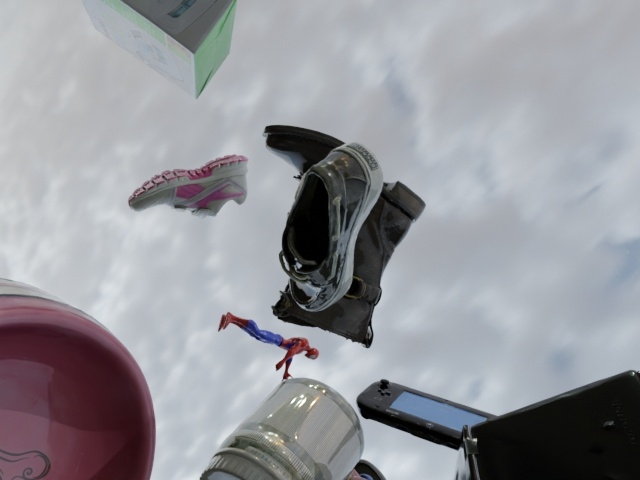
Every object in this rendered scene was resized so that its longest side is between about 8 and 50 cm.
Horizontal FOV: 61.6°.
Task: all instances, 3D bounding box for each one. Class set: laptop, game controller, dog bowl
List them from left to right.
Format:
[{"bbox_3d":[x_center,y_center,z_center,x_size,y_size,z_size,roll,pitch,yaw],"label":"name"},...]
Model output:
[{"bbox_3d":[-0.361,0.239,0.576,0.150,0.408,0.407,-4,-108,38],"label":"dog bowl"},{"bbox_3d":[0.232,0.353,1.065,0.319,0.166,0.067,12,-90,25],"label":"game controller"},{"bbox_3d":[0.331,0.452,0.738,0.236,0.407,0.382,2,-148,5],"label":"laptop"}]

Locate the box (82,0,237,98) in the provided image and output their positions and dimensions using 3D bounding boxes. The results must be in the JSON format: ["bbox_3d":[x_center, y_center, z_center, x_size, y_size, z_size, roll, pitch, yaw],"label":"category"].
[{"bbox_3d":[-0.273,-0.388,0.908,0.126,0.231,0.262,-58,-169,-7],"label":"box"}]

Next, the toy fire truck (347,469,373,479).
[{"bbox_3d":[0.073,0.597,1.219,0.302,0.254,0.169,33,-89,48],"label":"toy fire truck"}]

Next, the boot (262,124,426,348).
[{"bbox_3d":[0.000,0.000,0.690,0.229,0.263,0.091,-62,-166,-5],"label":"boot"}]

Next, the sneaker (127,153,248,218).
[{"bbox_3d":[-0.257,-0.090,1.087,0.252,0.111,0.103,-16,-159,-9],"label":"sneaker"}]

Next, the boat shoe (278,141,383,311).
[{"bbox_3d":[-0.008,0.003,0.523,0.078,0.070,0.219,40,-40,23],"label":"boat shoe"}]

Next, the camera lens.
[{"bbox_3d":[-0.062,0.409,1.003,0.219,0.274,0.219,15,-60,27],"label":"camera lens"}]

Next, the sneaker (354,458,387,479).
[{"bbox_3d":[0.144,0.664,1.385,0.083,0.118,0.222,-32,-121,-3],"label":"sneaker"}]

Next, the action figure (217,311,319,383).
[{"bbox_3d":[-0.137,0.295,1.416,0.091,0.280,0.139,-29,-135,64],"label":"action figure"}]
